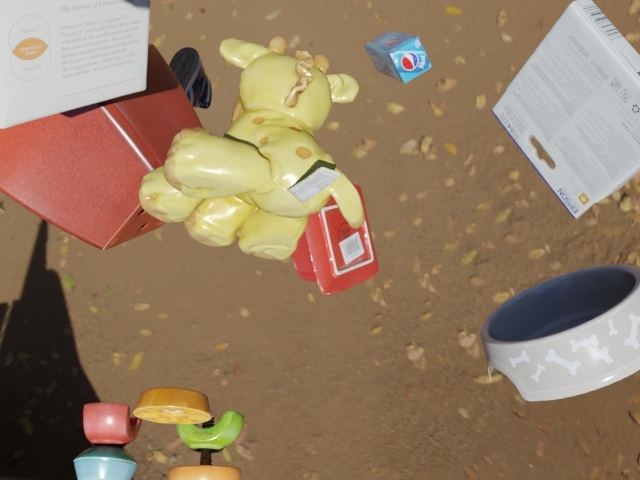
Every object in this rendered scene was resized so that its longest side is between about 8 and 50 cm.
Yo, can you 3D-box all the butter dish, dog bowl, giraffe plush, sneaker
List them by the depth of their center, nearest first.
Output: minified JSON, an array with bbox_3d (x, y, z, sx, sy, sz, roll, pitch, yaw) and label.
[{"bbox_3d":[-0.051,-0.100,0.634,0.210,0.181,0.170,-17,56,38],"label":"giraffe plush"},{"bbox_3d":[0.000,0.000,1.062,0.118,0.160,0.159,-10,95,39],"label":"butter dish"},{"bbox_3d":[0.453,0.155,1.234,0.349,0.349,0.102,-24,97,14],"label":"dog bowl"},{"bbox_3d":[-0.381,-0.357,1.796,0.099,0.153,0.282,22,76,15],"label":"sneaker"}]

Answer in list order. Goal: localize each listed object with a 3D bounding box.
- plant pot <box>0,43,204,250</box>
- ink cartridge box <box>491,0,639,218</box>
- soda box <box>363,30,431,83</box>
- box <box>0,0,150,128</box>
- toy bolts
[{"bbox_3d":[-0.336,-0.142,1.104,0.235,0.267,0.267,47,114,3],"label":"plant pot"},{"bbox_3d":[0.538,-0.259,1.387,0.072,0.330,0.324,-24,71,-25],"label":"ink cartridge box"},{"bbox_3d":[0.160,-0.391,1.426,0.067,0.071,0.210,-31,23,2],"label":"soda box"},{"bbox_3d":[-0.319,-0.332,0.743,0.168,0.215,0.345,30,127,23],"label":"box"},{"bbox_3d":[-0.235,0.305,0.920,0.229,0.218,0.158,-3,62,7],"label":"toy bolts"}]
